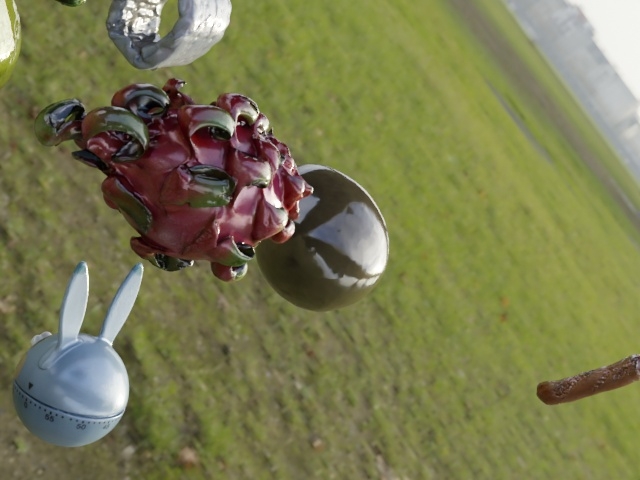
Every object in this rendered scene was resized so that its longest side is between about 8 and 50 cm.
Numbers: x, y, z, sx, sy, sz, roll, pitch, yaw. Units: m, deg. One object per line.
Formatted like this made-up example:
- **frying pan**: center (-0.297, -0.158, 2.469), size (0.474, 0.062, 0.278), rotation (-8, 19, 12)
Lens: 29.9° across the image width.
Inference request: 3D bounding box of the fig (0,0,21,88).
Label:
- **fig**: center (-0.453, -0.253, 1.439), size (0.207, 0.230, 0.207), rotation (46, 32, -39)

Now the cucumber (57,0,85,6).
- **cucumber**: center (-0.508, -0.487, 2.143), size (0.241, 0.074, 0.074), rotation (37, 7, 23)

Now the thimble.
- **thimble**: center (-0.208, -0.308, 1.633), size (0.127, 0.151, 0.118), rotation (50, 26, 11)

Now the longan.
- **longan**: center (0.000, 0.000, 1.911), size (0.246, 0.215, 0.246), rotation (34, 10, -7)

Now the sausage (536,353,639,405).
- **sausage**: center (0.355, 0.187, 1.582), size (0.042, 0.158, 0.036), rotation (-31, 98, -59)

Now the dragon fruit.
- **dragon fruit**: center (-0.141, -0.081, 1.255), size (0.218, 0.198, 0.273), rotation (24, -24, 48)

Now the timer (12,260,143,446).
- **timer**: center (-0.342, 0.154, 1.647), size (0.175, 0.175, 0.255), rotation (0, 90, -73)
